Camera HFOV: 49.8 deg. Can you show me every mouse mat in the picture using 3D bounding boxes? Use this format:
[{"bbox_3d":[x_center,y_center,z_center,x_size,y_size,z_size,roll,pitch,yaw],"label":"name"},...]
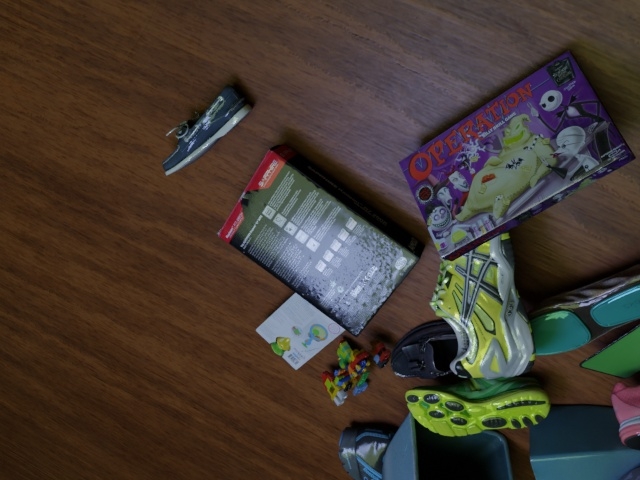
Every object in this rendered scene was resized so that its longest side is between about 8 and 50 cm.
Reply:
[{"bbox_3d":[0.598,0.201,1.285,0.153,0.007,0.189,17,132,-29],"label":"mouse mat"}]

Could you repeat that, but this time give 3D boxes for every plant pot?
[{"bbox_3d":[0.255,0.567,1.521,0.248,0.247,0.252,18,131,-14],"label":"plant pot"},{"bbox_3d":[0.562,0.439,1.401,0.234,0.165,0.165,-13,111,21],"label":"plant pot"}]

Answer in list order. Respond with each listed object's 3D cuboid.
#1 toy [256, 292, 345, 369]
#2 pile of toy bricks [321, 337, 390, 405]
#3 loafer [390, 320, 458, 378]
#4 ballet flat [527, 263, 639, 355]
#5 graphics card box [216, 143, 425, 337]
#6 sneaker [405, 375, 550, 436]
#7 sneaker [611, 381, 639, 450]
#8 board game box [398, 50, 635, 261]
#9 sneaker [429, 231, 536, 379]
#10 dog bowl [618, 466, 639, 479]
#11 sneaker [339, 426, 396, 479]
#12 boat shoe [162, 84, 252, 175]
[{"bbox_3d":[-0.026,0.182,1.583,0.137,0.056,0.237,45,118,-1],"label":"toy"},{"bbox_3d":[0.070,0.276,1.580,0.105,0.118,0.212,54,147,24],"label":"pile of toy bricks"},{"bbox_3d":[0.263,0.230,1.455,0.303,0.095,0.109,-28,102,34],"label":"loafer"},{"bbox_3d":[0.498,0.128,1.285,0.316,0.106,0.107,-26,107,34],"label":"ballet flat"},{"bbox_3d":[0.000,0.000,1.429,0.371,0.094,0.232,36,113,4],"label":"graphics card box"},{"bbox_3d":[0.330,0.340,1.461,0.296,0.123,0.109,-4,107,14],"label":"sneaker"},{"bbox_3d":[0.695,0.279,1.276,0.314,0.136,0.116,-17,140,9],"label":"sneaker"},{"bbox_3d":[0.316,-0.135,1.170,0.347,0.056,0.208,-33,60,27],"label":"board game box"},{"bbox_3d":[0.270,0.067,1.256,0.147,0.145,0.384,-14,81,-7],"label":"sneaker"},{"bbox_3d":[0.682,0.552,1.261,0.349,0.102,0.348,9,116,18],"label":"dog bowl"},{"bbox_3d":[0.158,0.607,1.695,0.140,0.125,0.340,-11,114,23],"label":"sneaker"},{"bbox_3d":[-0.253,-0.226,1.442,0.254,0.095,0.079,-33,101,33],"label":"boat shoe"}]
